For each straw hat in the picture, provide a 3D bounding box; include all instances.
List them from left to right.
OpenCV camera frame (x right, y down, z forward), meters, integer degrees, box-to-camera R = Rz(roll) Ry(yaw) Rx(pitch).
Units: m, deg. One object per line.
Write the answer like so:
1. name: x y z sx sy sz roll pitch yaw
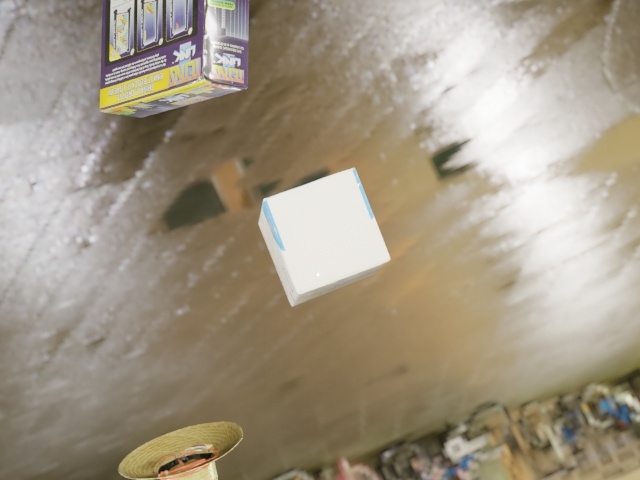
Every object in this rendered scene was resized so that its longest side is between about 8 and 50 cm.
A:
1. straw hat: -0.137 0.245 1.412 0.144 0.061 0.144 -16 -169 3

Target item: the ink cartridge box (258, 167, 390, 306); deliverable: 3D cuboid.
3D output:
1. ink cartridge box: 0.000 0.000 1.259 0.090 0.092 0.143 -20 175 -6

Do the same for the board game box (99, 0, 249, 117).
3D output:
1. board game box: -0.126 -0.188 1.162 0.048 0.141 0.170 4 174 -38
